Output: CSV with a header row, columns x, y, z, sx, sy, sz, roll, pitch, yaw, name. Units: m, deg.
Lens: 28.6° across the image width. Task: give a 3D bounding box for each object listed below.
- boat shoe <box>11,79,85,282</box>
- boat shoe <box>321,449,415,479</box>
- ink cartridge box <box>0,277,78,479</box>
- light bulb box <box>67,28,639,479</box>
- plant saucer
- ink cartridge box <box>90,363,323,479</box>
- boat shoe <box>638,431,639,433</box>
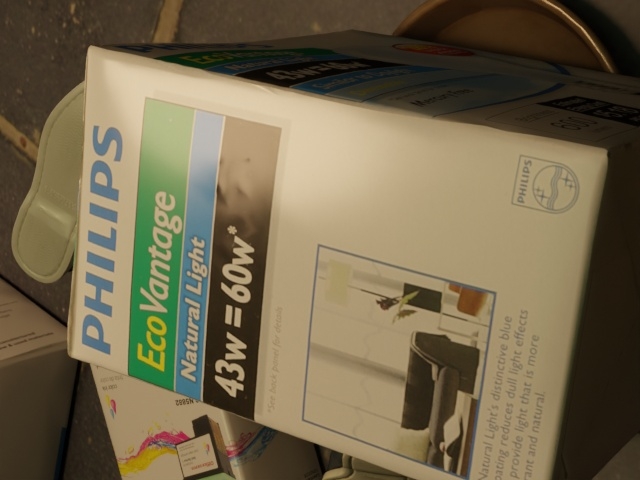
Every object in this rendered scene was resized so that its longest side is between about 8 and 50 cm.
x,y,z,sx,sy,sz,roll,pitch,yaw,name
-0.260,-0.082,1.420,0.114,0.091,0.302,41,125,2,boat shoe
0.050,0.191,1.174,0.095,0.254,0.079,8,67,5,boat shoe
-0.517,0.175,1.660,0.395,0.166,0.285,30,119,33,ink cartridge box
0.074,-0.012,0.894,0.361,0.358,0.225,15,107,28,light bulb box
0.154,-0.083,1.088,0.278,0.041,0.278,11,107,40,plant saucer
-0.124,0.199,1.351,0.201,0.117,0.278,-15,91,43,ink cartridge box
0.192,0.154,1.094,0.228,0.080,0.076,-18,87,35,boat shoe
